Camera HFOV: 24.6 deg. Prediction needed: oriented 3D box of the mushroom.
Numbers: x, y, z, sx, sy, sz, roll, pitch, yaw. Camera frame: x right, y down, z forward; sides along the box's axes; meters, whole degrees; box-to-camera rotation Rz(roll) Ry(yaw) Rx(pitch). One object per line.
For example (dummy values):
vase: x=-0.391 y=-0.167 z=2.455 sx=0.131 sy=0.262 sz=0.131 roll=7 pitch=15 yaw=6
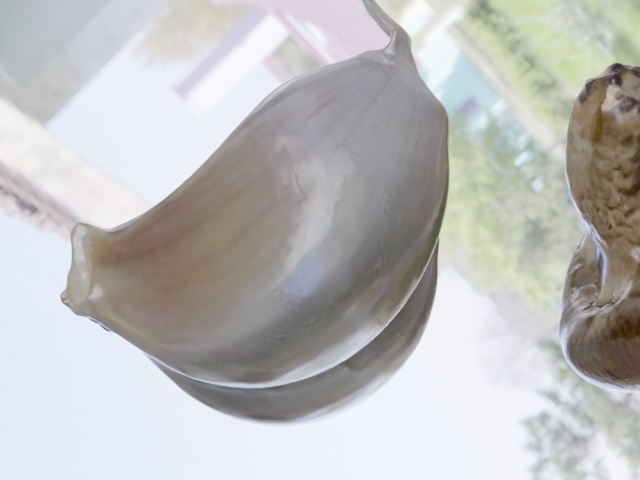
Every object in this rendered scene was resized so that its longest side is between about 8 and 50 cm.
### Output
mushroom: x=0.296 y=-0.007 z=1.267 sx=0.255 sy=0.267 sz=0.267 roll=62 pitch=-173 yaw=13

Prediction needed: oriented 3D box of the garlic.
garlic: x=0.000 y=0.000 z=1.134 sx=0.246 sy=0.340 sz=0.231 roll=47 pitch=-172 yaw=40
